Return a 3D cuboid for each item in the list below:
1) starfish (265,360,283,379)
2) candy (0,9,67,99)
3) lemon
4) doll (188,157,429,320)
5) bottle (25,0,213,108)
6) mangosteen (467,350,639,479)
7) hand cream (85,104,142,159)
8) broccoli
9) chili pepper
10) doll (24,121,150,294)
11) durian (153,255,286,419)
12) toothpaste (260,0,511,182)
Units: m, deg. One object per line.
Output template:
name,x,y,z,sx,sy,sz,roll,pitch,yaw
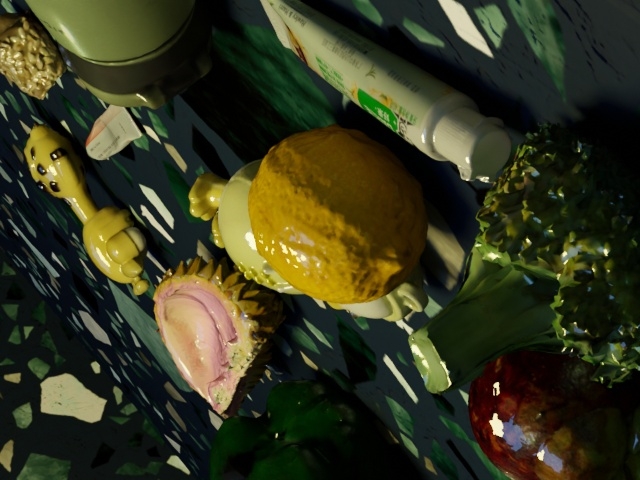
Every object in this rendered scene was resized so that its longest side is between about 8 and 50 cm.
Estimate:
starfish,-0.087,0.157,2.233,0.086,0.016,0.092,50,169,-1
candy,-0.381,-0.240,2.070,0.110,0.085,0.095,47,176,-27
lemon,0.009,-0.025,1.356,0.187,0.142,0.142,46,164,39
doll,-0.008,0.008,1.512,0.296,0.117,0.141,34,159,47
bottle,-0.187,-0.243,1.381,0.168,0.168,0.347,43,166,25
mangosteen,0.198,0.122,1.165,0.181,0.156,0.146,31,138,39
hand cream,-0.270,-0.139,2.064,0.052,0.038,0.216,30,162,-14
broccoli,0.145,0.036,1.028,0.194,0.194,0.219,56,169,-17
chili pepper,-0.009,0.317,2.022,0.248,0.233,0.257,9,129,44
doll,-0.335,-0.047,2.338,0.291,0.086,0.117,53,168,0
durian,-0.121,0.099,2.052,0.191,0.112,0.341,56,158,17
toothpaste,0.037,-0.128,1.230,0.314,0.056,0.058,38,119,48
